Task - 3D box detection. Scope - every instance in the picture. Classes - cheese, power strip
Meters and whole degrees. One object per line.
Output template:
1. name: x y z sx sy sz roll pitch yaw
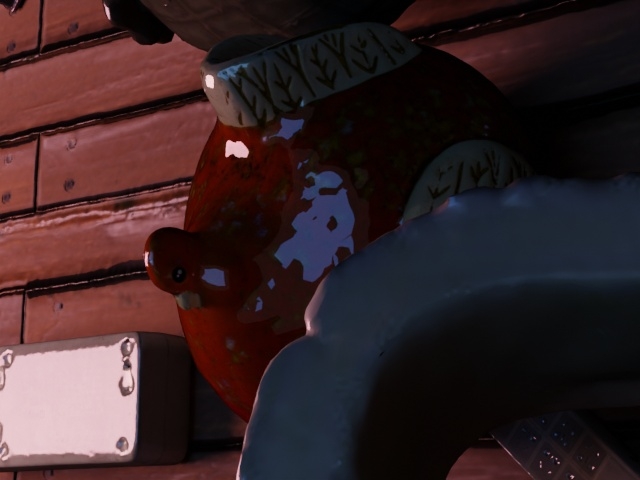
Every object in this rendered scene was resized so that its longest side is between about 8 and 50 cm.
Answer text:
1. cheese: 0.141 0.129 0.784 0.332 0.153 0.292 -9 59 13
2. power strip: -0.204 0.122 1.320 0.288 0.053 0.093 -8 77 46
3. power strip: 0.139 0.118 0.989 0.136 0.019 0.051 47 113 41

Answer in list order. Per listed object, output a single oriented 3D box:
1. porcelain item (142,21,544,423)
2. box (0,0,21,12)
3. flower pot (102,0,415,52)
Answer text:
1. porcelain item: 0.000 0.000 1.004 0.253 0.253 0.253 -12 74 44
2. box: -0.275 -0.232 1.460 0.085 0.063 0.060 46 113 40
3. flower pot: -0.046 -0.253 1.095 0.301 0.213 0.302 -28 51 39
